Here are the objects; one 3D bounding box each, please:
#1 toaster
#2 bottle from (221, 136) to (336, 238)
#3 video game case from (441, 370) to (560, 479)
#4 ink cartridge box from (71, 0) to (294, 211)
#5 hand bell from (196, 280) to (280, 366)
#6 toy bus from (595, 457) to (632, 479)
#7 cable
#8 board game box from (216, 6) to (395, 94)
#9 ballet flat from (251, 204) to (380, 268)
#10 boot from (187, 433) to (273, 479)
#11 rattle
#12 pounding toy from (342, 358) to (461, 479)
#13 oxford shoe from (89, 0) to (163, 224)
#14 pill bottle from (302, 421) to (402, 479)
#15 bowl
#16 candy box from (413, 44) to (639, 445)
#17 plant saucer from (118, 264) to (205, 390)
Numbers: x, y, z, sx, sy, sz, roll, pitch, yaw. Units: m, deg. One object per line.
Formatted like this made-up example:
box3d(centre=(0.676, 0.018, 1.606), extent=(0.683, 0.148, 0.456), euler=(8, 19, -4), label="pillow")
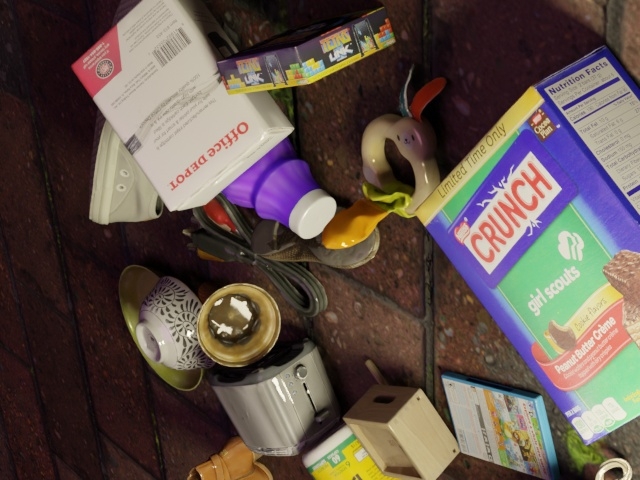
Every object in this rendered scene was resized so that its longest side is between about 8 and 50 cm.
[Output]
box3d(centre=(-0.070, 0.238, 1.949), extent=(0.227, 0.129, 0.146), euler=(-12, 106, 55), label="toaster")
box3d(centre=(-0.096, -0.107, 1.735), extent=(0.283, 0.118, 0.092), euler=(40, 177, 30), label="bottle")
box3d(centre=(0.227, 0.235, 1.638), extent=(0.166, 0.015, 0.119), euler=(9, 120, 52), label="video game case")
box3d(centre=(-0.175, -0.181, 1.644), extent=(0.172, 0.100, 0.237), euler=(-38, 82, 19), label="ink cartridge box")
box3d(centre=(-0.152, 0.097, 1.977), extent=(0.242, 0.126, 0.126), euler=(-143, 34, -69), label="hand bell")
box3d(centre=(0.292, 0.358, 1.550), extent=(0.191, 0.202, 0.104), euler=(64, 179, -16), label="toy bus")
box3d(centre=(-0.095, 0.004, 1.900), extent=(0.287, 0.072, 0.140), euler=(23, 124, 28), label="cable")
box3d(centre=(-0.019, -0.223, 1.521), extent=(0.170, 0.141, 0.048), euler=(1, 115, 53), label="board game box")
box3d(centre=(0.000, 0.000, 1.748), extent=(0.249, 0.058, 0.084), euler=(-2, 76, 49), label="ballet flat")
box3d(centre=(-0.157, 0.401, 2.166), extent=(0.073, 0.152, 0.197), euler=(38, 140, 32), label="boot")
box3d(centre=(0.067, -0.099, 1.504), extent=(0.200, 0.142, 0.130), euler=(107, 145, -56), label="rattle")
box3d(centre=(0.105, 0.244, 1.758), extent=(0.130, 0.100, 0.141), euler=(56, 153, -18), label="pounding toy")
box3d(centre=(-0.260, -0.192, 1.895), extent=(0.449, 0.130, 0.169), euler=(108, 162, -46), label="oxford shoe")
box3d(centre=(0.077, 0.361, 1.839), extent=(0.208, 0.117, 0.117), euler=(53, 147, 5), label="pill bottle")
box3d(centre=(-0.250, 0.150, 2.106), extent=(0.170, 0.080, 0.170), euler=(34, 138, 37), label="bowl")
box3d(centre=(0.276, 0.012, 1.305), extent=(0.317, 0.122, 0.268), euler=(56, 148, 12), label="candy box")
box3d(centre=(-0.266, 0.145, 2.234), extent=(0.241, 0.037, 0.241), euler=(34, 138, 37), label="plant saucer")
